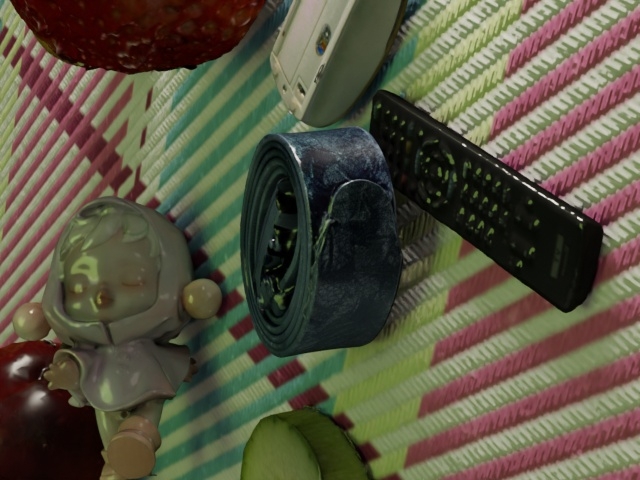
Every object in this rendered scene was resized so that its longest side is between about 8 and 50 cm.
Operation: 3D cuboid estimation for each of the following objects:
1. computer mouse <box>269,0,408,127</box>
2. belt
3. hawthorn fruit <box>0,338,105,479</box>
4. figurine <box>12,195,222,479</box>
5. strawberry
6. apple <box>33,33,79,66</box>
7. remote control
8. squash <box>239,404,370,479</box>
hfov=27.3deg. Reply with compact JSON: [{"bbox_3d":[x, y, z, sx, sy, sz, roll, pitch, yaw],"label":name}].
[{"bbox_3d":[0.019,-0.173,0.954,0.102,0.044,0.199,64,142,36],"label":"computer mouse"},{"bbox_3d":[0.000,0.000,0.943,0.190,0.082,0.141,107,147,-49],"label":"belt"},{"bbox_3d":[-0.298,0.198,1.397,0.266,0.210,0.230,-61,26,21],"label":"hawthorn fruit"},{"bbox_3d":[-0.182,0.086,1.229,0.133,0.200,0.276,52,-148,-71],"label":"figurine"},{"bbox_3d":[-0.148,-0.265,1.043,0.288,0.238,0.250,134,121,-83],"label":"strawberry"},{"bbox_3d":[-0.234,-0.243,1.320,0.146,0.146,0.146,4,95,61],"label":"apple"},{"bbox_3d":[0.095,-0.033,0.845,0.245,0.025,0.063,43,128,52],"label":"remote control"},{"bbox_3d":[-0.012,0.242,1.044,0.219,0.041,0.219,178,90,-66],"label":"squash"}]
